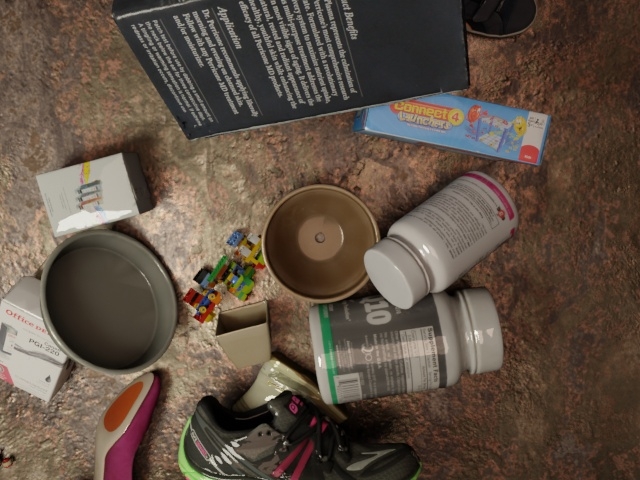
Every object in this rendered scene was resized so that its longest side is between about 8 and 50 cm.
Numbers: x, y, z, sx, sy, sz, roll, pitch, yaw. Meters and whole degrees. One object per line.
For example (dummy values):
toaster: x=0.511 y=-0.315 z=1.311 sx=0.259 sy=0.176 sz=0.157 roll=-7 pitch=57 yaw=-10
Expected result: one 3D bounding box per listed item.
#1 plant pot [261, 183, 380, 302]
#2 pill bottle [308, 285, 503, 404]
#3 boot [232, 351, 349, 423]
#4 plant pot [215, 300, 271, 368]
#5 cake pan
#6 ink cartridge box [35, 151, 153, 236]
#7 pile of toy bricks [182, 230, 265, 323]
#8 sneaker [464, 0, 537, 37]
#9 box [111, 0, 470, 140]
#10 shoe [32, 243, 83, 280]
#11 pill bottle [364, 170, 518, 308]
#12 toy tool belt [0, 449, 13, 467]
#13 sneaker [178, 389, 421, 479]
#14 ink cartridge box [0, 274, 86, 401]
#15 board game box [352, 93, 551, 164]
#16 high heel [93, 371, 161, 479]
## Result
plant pot: x=0.000 y=0.000 z=1.417 sx=0.237 sy=0.110 sz=0.238 roll=0 pitch=99 yaw=-1
pill bottle: x=0.167 y=0.203 z=1.400 sx=0.360 sy=0.204 sz=0.204 roll=-9 pitch=98 yaw=0
boot: x=-0.063 y=0.360 z=1.482 sx=0.213 sy=0.077 sz=0.165 roll=36 pitch=95 yaw=0
plant pot: x=-0.149 y=0.201 z=1.449 sx=0.109 sy=0.109 sz=0.096 roll=-15 pitch=110 yaw=1
cake pan: x=-0.416 y=0.123 z=1.363 sx=0.054 sy=0.293 sz=0.293 roll=-26 pitch=99 yaw=38
ink cartridge box: x=-0.443 y=-0.095 z=1.386 sx=0.176 sy=0.128 sz=0.128 roll=-14 pitch=98 yaw=0
pile of toy bricks: x=-0.179 y=0.086 z=1.441 sx=0.105 sy=0.118 sz=0.212 roll=41 pitch=78 yaw=-34
sneaker: x=0.279 y=-0.487 z=1.348 sx=0.320 sy=0.127 sz=0.126 roll=19 pitch=96 yaw=-5
box: x=-0.031 y=-0.462 z=1.116 sx=0.471 sy=0.297 sz=0.480 roll=-8 pitch=59 yaw=10
shoe: x=-0.554 y=0.083 z=1.446 sx=0.076 sy=0.058 sz=0.219 roll=30 pitch=110 yaw=-30
pill bottle: x=0.232 y=0.000 z=1.347 sx=0.283 sy=0.160 sz=0.160 roll=-34 pitch=98 yaw=-22
toy tool belt: x=-0.711 y=0.470 z=1.499 sx=0.083 sy=0.052 sz=0.051 roll=-11 pitch=106 yaw=0
sneaker: x=-0.038 y=0.403 z=1.359 sx=0.482 sy=0.185 sz=0.203 roll=7 pitch=94 yaw=1
ink cartridge box: x=-0.570 y=0.199 z=1.403 sx=0.158 sy=0.092 sz=0.218 roll=28 pitch=120 yaw=-5
board game box: x=0.224 y=-0.215 z=1.294 sx=0.308 sy=0.302 sz=0.086 roll=11 pitch=98 yaw=-3
high heel: x=-0.406 y=0.467 z=1.498 sx=0.181 sy=0.127 sz=0.377 roll=32 pitch=92 yaw=-34
